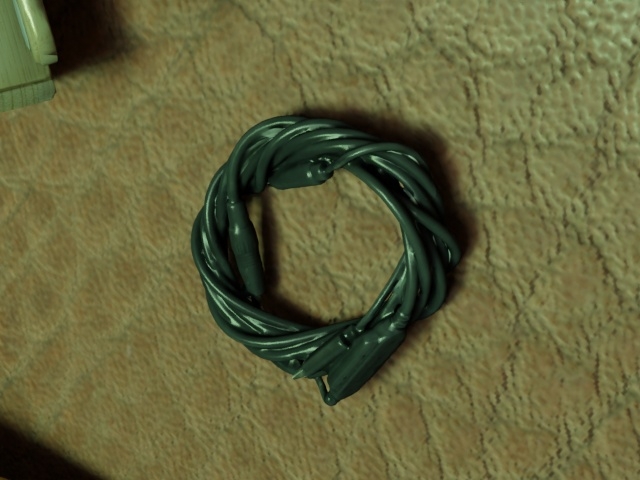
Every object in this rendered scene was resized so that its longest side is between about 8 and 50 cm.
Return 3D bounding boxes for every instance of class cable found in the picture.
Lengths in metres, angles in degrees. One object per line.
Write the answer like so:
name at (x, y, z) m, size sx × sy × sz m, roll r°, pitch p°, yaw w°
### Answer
cable at (0.000, 0.000, 0.732) m, size 0.150 × 0.047 × 0.184 m, roll 47°, pitch 132°, yaw 15°

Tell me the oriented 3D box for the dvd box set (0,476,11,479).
dvd box set at (-0.324, 0.283, 0.977) m, size 0.421 × 0.062 × 0.307 m, roll 18°, pitch 123°, yaw 4°

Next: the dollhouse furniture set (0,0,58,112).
dollhouse furniture set at (-0.343, -0.119, 0.707) m, size 0.303 × 0.356 × 0.173 m, roll -150°, pitch 44°, yaw -71°
